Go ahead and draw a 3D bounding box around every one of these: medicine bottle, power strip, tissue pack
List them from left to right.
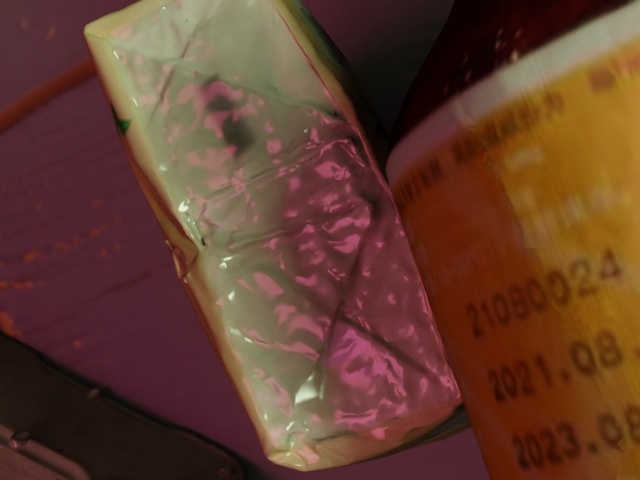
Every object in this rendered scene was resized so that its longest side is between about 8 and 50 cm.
[{"bbox_3d":[-0.149,0.121,0.880,0.285,0.080,0.048,18,125,35],"label":"power strip"},{"bbox_3d":[0.000,0.000,0.595,0.090,0.222,0.186,-26,81,4],"label":"tissue pack"},{"bbox_3d":[0.129,-0.082,0.439,0.242,0.242,0.395,-22,78,46],"label":"medicine bottle"}]
